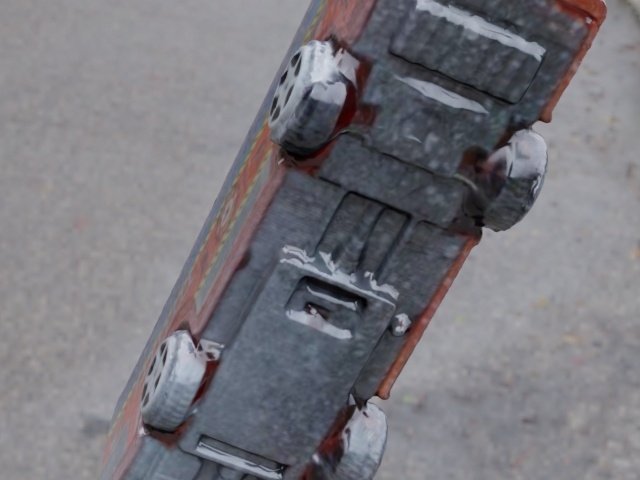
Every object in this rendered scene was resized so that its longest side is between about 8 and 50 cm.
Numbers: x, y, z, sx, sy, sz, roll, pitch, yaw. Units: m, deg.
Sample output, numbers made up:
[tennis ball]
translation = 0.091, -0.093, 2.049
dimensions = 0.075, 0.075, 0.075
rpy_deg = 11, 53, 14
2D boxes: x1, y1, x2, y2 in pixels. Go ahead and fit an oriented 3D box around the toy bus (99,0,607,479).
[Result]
[toy bus]
translation = 0.000, 0.000, 0.432
dimensions = 0.065, 0.192, 0.077
rpy_deg = 20, 27, -16
